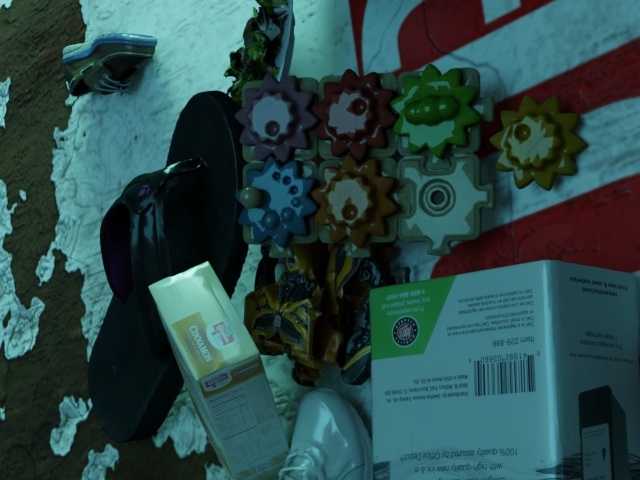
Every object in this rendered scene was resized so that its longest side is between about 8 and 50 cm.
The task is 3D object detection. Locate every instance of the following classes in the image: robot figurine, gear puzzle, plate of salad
[{"bbox_3d":[0.000,0.000,1.535,0.211,0.085,0.291,13,93,49],"label":"robot figurine"},{"bbox_3d":[0.073,-0.073,1.415,0.339,0.044,0.175,-1,87,23],"label":"gear puzzle"},{"bbox_3d":[-0.072,-0.177,1.625,0.200,0.048,0.199,-167,90,-75],"label":"plate of salad"}]

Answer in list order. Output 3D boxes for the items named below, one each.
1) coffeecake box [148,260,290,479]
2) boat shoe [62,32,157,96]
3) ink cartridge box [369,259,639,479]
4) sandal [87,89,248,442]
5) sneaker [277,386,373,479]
[{"bbox_3d":[-0.096,0.137,1.539,0.142,0.068,0.185,-123,14,-45],"label":"coffeecake box"},{"bbox_3d":[-0.249,-0.207,1.863,0.183,0.066,0.066,-5,84,57],"label":"boat shoe"},{"bbox_3d":[0.154,0.175,1.309,0.211,0.121,0.289,-11,76,46],"label":"ink cartridge box"},{"bbox_3d":[-0.179,0.046,1.650,0.167,0.107,0.445,52,131,39],"label":"sandal"},{"bbox_3d":[-0.015,0.254,1.484,0.090,0.115,0.232,-8,77,48],"label":"sneaker"}]
